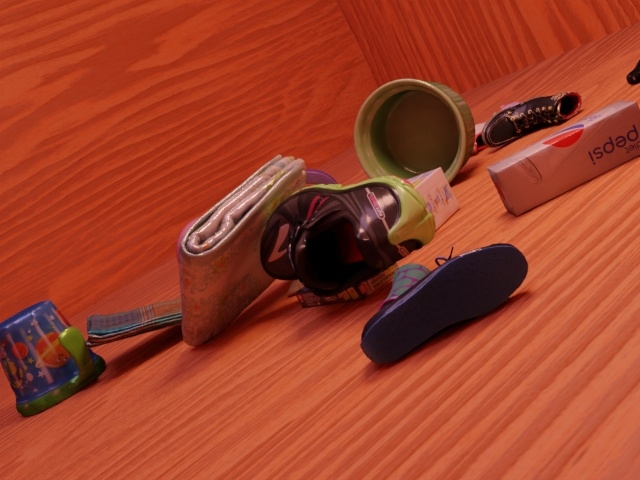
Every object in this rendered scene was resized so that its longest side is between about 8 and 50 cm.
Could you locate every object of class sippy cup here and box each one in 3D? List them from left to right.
[{"bbox_3d":[-0.691,0.278,2.140,0.305,0.224,0.240,-27,9,9],"label":"sippy cup"}]

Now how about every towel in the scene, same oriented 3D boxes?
[{"bbox_3d":[-0.390,0.178,2.118,0.370,0.040,0.271,-14,8,-13],"label":"towel"},{"bbox_3d":[-0.162,0.022,1.864,0.374,0.090,0.320,-43,-27,-35],"label":"towel"}]

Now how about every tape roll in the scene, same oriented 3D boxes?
[{"bbox_3d":[-0.028,-0.102,2.406,0.189,0.189,0.080,-27,9,3],"label":"tape roll"}]

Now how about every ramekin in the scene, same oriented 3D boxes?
[{"bbox_3d":[0.253,-0.271,2.235,0.303,0.303,0.148,-22,3,31],"label":"ramekin"}]

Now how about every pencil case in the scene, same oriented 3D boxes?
[{"bbox_3d":[0.133,0.090,1.339,0.070,0.064,0.151,-22,12,21],"label":"pencil case"}]

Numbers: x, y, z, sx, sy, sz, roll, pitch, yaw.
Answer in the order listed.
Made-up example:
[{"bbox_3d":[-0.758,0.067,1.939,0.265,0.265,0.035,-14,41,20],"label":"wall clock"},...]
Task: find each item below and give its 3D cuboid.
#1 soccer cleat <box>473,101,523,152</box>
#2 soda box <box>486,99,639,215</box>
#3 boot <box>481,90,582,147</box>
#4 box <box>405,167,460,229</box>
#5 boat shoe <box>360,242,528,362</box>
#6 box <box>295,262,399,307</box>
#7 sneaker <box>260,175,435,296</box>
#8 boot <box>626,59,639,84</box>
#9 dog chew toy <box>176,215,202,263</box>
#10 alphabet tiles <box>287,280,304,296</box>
[{"bbox_3d":[0.506,-0.318,2.459,0.248,0.083,0.095,-25,38,-15],"label":"soccer cleat"},{"bbox_3d":[0.464,-0.156,1.614,0.286,0.098,0.091,-26,10,5],"label":"soda box"},{"bbox_3d":[0.556,-0.325,2.283,0.236,0.085,0.178,-30,12,-18],"label":"boot"},{"bbox_3d":[0.192,-0.061,1.841,0.114,0.103,0.203,-19,13,39],"label":"box"},{"bbox_3d":[0.164,0.074,1.219,0.258,0.109,0.089,-25,6,1],"label":"boat shoe"},{"bbox_3d":[0.051,0.082,1.688,0.114,0.036,0.207,-34,12,-32],"label":"box"},{"bbox_3d":[0.000,0.000,1.613,0.202,0.185,0.483,-37,10,-32],"label":"sneaker"},{"bbox_3d":[0.853,-0.447,2.219,0.121,0.045,0.099,-41,12,-26],"label":"boot"},{"bbox_3d":[-0.257,0.005,2.489,0.207,0.206,0.332,-20,5,40],"label":"dog chew toy"},{"bbox_3d":[0.022,0.003,1.917,0.198,0.009,0.237,-28,32,39],"label":"alphabet tiles"}]
